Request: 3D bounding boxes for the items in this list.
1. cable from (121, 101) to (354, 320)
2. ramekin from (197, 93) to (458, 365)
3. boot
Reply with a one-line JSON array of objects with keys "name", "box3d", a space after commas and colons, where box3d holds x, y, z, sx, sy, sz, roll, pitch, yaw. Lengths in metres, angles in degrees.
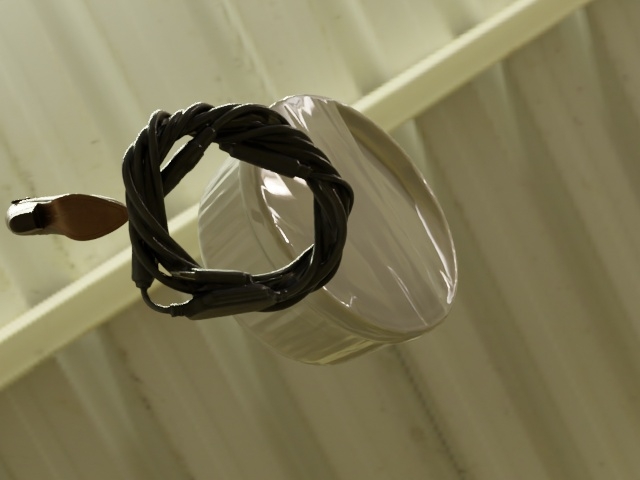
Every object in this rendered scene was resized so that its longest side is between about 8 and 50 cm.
[{"name": "cable", "box3d": [-0.056, -0.023, 1.027, 0.184, 0.047, 0.150, -9, -98, -34]}, {"name": "ramekin", "box3d": [0.000, 0.000, 1.459, 0.273, 0.127, 0.273, 28, -136, -31]}, {"name": "boot", "box3d": [-0.222, -0.025, 1.308, 0.118, 0.087, 0.042, -2, -82, 2]}]
